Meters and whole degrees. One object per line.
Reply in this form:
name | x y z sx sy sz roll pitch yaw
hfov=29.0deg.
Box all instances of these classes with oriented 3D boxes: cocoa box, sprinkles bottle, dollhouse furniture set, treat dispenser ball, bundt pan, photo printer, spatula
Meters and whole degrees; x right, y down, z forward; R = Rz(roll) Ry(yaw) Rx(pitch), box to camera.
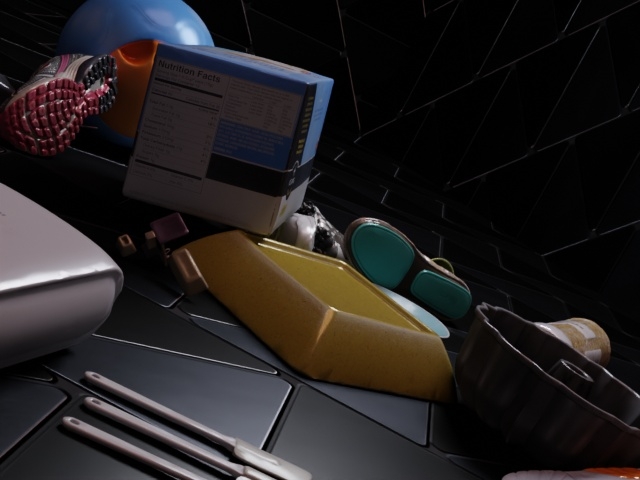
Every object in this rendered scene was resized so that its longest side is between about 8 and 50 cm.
cocoa box | -0.128 -0.165 1.872 0.231 0.228 0.347 15 10 4
sprinkles bottle | 0.405 0.197 2.115 0.121 0.121 0.355 32 11 21
dollhouse furniture set | -0.202 0.043 1.618 0.114 0.091 0.081 59 -18 27
treat dispenser ball | -0.328 -0.310 2.214 0.288 0.288 0.288 27 10 -5
bundt pan | 0.322 0.228 1.709 0.331 0.124 0.331 31 10 -6
photo printer | -0.337 0.014 1.141 0.256 0.107 0.307 30 11 13
spatula | -0.112 0.189 1.116 0.242 0.019 0.168 27 11 -6

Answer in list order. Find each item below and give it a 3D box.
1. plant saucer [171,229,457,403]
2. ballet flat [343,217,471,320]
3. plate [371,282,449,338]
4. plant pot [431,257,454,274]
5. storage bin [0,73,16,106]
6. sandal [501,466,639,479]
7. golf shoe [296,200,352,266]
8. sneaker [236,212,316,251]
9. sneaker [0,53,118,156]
plant saucer | 0.007 0.092 1.722 0.333 0.081 0.333 16 16 -46
ballet flat | 0.135 0.048 2.184 0.316 0.107 0.106 38 -1 -33
plate | 0.126 0.119 2.042 0.188 0.024 0.188 27 11 -6
plant pot | 0.199 0.066 2.363 0.083 0.083 0.079 21 0 -32
storage bin | -0.539 -0.253 1.973 0.091 0.098 0.135 33 5 -37
sandal | 0.341 0.323 1.509 0.265 0.076 0.102 3 2 -15
golf shoe | 0.000 0.000 2.196 0.094 0.077 0.198 35 13 -27
sneaker | -0.089 -0.020 2.042 0.115 0.090 0.232 15 7 -28
sneaker | -0.430 -0.217 1.956 0.112 0.121 0.299 8 24 16
